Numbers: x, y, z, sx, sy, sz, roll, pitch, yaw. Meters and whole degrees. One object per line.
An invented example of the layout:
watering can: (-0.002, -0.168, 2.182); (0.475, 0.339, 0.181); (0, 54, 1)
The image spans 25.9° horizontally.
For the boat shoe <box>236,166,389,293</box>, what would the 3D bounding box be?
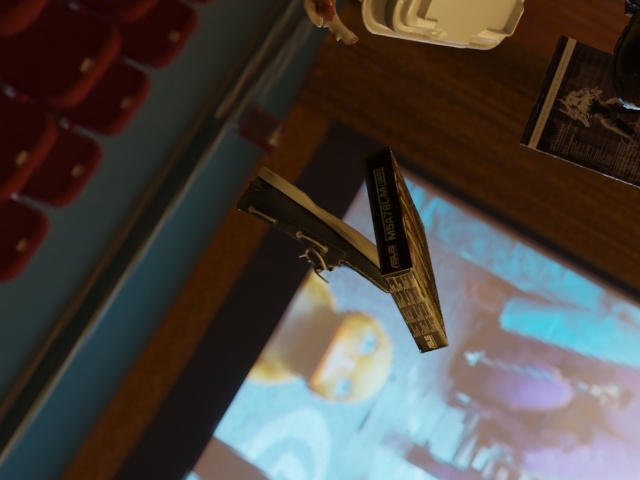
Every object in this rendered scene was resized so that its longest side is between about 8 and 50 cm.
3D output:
boat shoe: (0.000, 0.000, 1.912); (0.079, 0.254, 0.095); (-54, 180, 5)

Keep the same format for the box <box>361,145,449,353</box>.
box: (0.102, 0.013, 1.682); (0.191, 0.045, 0.184); (61, 19, -53)

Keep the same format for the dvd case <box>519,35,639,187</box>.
dvd case: (0.415, -0.178, 1.989); (0.018, 0.221, 0.165); (-121, -130, -80)

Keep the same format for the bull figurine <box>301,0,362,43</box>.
bull figurine: (0.098, -0.404, 2.109); (0.101, 0.310, 0.188); (-51, 135, -52)

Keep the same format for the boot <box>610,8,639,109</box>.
boot: (0.461, -0.255, 1.420); (0.118, 0.222, 0.338); (42, 67, -45)

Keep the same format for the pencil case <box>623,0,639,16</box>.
pencil case: (0.489, -0.439, 1.857); (0.119, 0.133, 0.306); (-4, -125, 50)

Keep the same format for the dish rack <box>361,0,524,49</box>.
dish rack: (0.206, -0.381, 1.689); (0.285, 0.072, 0.333); (-2, 122, -51)
